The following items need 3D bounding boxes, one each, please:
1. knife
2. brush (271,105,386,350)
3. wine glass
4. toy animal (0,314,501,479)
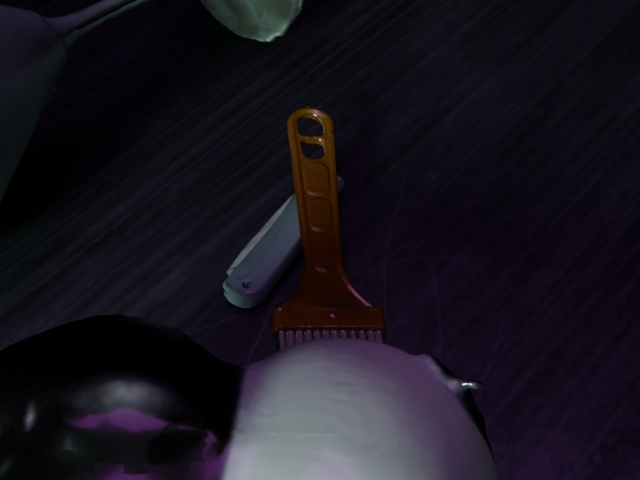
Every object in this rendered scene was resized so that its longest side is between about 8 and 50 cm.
[{"bbox_3d":[-0.033,-0.005,0.918,0.044,0.023,0.162,19,52,22],"label":"knife"},{"bbox_3d":[0.000,0.000,0.892,0.090,0.017,0.314,0,52,-8],"label":"brush"},{"bbox_3d":[-0.227,-0.195,0.985,0.267,0.267,0.406,33,52,32],"label":"wine glass"},{"bbox_3d":[-0.047,0.164,0.624,0.309,0.251,0.251,-3,46,14],"label":"toy animal"}]
